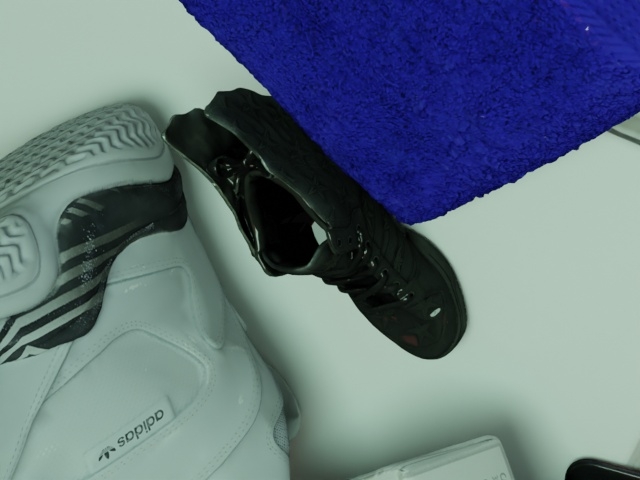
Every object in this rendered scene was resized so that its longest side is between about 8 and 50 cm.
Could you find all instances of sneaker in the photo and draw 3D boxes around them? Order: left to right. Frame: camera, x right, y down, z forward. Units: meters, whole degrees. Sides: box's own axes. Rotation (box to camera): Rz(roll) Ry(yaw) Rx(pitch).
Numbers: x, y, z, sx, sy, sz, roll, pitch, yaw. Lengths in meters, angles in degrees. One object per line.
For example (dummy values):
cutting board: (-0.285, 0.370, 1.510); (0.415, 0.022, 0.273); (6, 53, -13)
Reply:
sneaker: (-0.134, 0.118, 0.654); (0.137, 0.366, 0.210); (-14, 119, 42)
sneaker: (0.002, -0.001, 0.683); (0.051, 0.089, 0.170); (-22, 107, 31)

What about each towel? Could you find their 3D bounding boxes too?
towel: (0.056, -0.132, 0.545); (0.227, 0.076, 0.308); (48, 141, -9)

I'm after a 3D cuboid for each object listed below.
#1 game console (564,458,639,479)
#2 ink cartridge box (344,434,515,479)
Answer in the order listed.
game console: (0.166, 0.193, 0.730); (0.085, 0.124, 0.144); (-3, 120, -5)
ink cartridge box: (0.041, 0.266, 0.762); (0.261, 0.066, 0.296); (-30, 76, 55)
